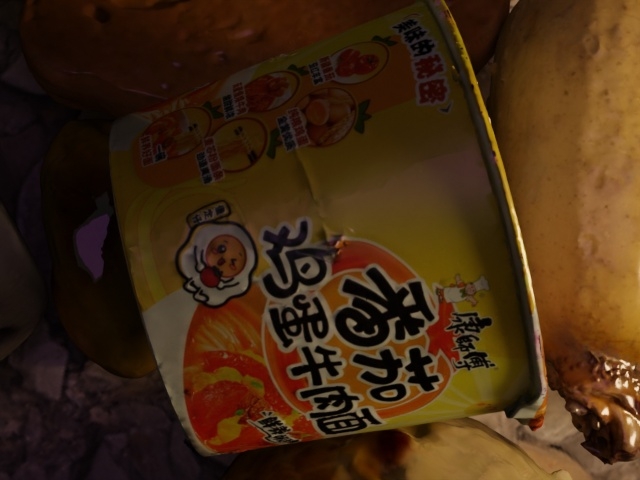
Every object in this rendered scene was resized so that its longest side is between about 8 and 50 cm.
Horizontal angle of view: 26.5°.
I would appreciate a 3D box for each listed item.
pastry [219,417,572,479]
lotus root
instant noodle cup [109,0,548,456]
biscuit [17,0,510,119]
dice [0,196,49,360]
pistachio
[{"bbox_3d":[0.036,0.206,0.823,0.236,0.170,0.256,27,68,5],"label":"pastry"},{"bbox_3d":[0.179,-0.023,0.899,0.151,0.169,0.343,5,73,7],"label":"lotus root"},{"bbox_3d":[0.000,0.000,0.788,0.200,0.264,0.264,-14,72,1],"label":"instant noodle cup"},{"bbox_3d":[-0.040,-0.195,0.989,0.351,0.057,0.312,-5,58,-4],"label":"biscuit"},{"bbox_3d":[-0.299,0.002,0.869,0.193,0.194,0.192,-30,73,-12],"label":"dice"},{"bbox_3d":[-0.130,-0.003,0.922,0.110,0.100,0.189,-9,71,-4],"label":"pistachio"}]
